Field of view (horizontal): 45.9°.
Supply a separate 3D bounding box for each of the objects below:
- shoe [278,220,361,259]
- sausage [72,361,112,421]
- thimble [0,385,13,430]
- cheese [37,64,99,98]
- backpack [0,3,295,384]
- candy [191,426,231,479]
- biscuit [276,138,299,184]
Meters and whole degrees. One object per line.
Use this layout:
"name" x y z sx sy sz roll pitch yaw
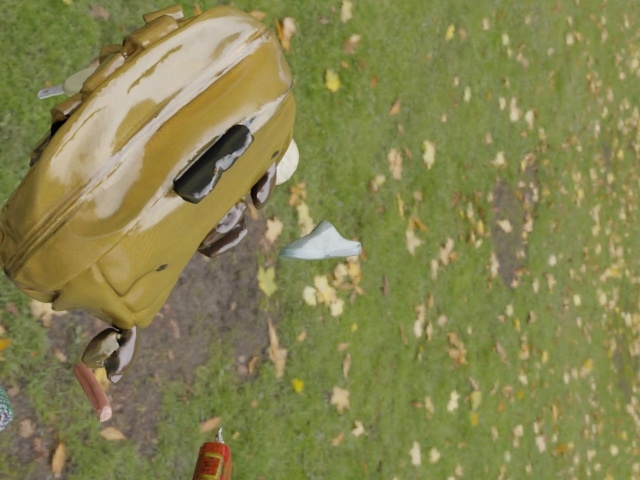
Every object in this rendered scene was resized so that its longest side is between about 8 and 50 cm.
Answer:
"shoe" 0.000 0.000 1.494 0.195 0.079 0.078 0 87 -38
"sausage" -0.438 0.285 1.448 0.030 0.147 0.035 -19 139 -31
"thimble" -0.832 0.418 1.867 0.090 0.118 0.135 49 -7 30
"cheese" -0.608 -0.378 1.848 0.037 0.192 0.097 63 24 -48
"backpack" -0.160 -0.056 0.731 0.201 0.378 0.353 40 76 -5
"candy" -0.186 0.413 1.256 0.292 0.059 0.086 -86 178 -64
"biscuit" -0.125 -0.210 1.876 0.020 0.152 0.152 153 -71 -79
